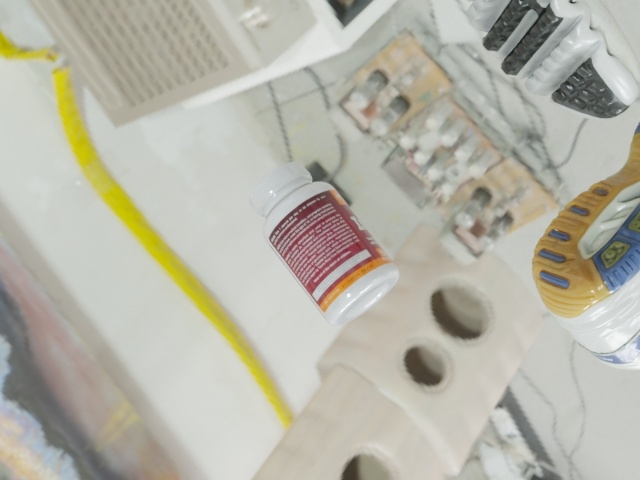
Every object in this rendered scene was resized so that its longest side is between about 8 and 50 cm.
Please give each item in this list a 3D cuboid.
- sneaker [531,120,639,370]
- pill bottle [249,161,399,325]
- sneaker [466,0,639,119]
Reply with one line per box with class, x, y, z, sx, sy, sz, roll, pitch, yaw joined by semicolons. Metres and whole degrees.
sneaker;0.290;-0.030;0.843;0.131;0.296;0.112;50;176;-35
pill bottle;0.000;0.000;1.066;0.152;0.086;0.086;52;144;16
sneaker;0.136;-0.216;0.755;0.292;0.118;0.110;54;161;0
